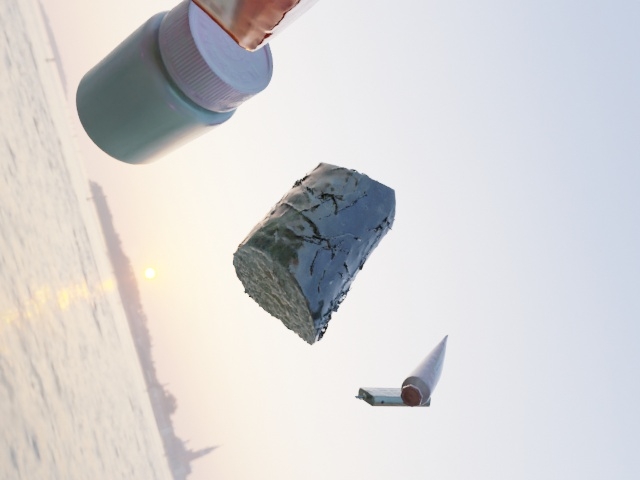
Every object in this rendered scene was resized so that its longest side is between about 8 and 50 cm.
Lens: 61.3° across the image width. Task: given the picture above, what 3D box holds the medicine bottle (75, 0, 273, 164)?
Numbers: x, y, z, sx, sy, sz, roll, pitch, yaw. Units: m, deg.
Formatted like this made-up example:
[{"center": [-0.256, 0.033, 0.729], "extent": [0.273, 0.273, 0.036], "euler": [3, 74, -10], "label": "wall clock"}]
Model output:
[{"center": [-0.177, -0.186, 0.643], "extent": [0.225, 0.139, 0.139], "euler": [-17, -92, 38], "label": "medicine bottle"}]

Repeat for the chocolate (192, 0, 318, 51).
[{"center": [-0.054, -0.361, 0.383], "extent": [0.360, 0.341, 0.161], "euler": [42, -26, -8], "label": "chocolate"}]

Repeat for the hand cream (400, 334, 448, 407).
[{"center": [0.171, 0.206, 0.842], "extent": [0.043, 0.209, 0.067], "euler": [10, -78, 25], "label": "hand cream"}]

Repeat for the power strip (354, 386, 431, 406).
[{"center": [0.116, 0.255, 0.879], "extent": [0.051, 0.136, 0.019], "euler": [13, -86, 65], "label": "power strip"}]

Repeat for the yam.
[{"center": [-0.003, -0.004, 0.919], "extent": [0.202, 0.271, 0.201], "euler": [27, -35, 29], "label": "yam"}]
